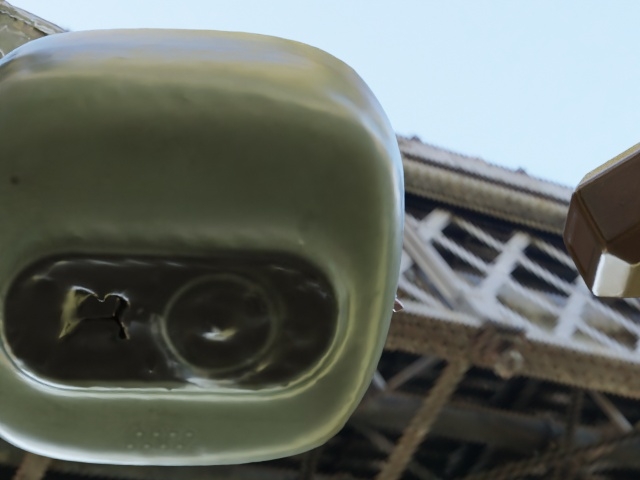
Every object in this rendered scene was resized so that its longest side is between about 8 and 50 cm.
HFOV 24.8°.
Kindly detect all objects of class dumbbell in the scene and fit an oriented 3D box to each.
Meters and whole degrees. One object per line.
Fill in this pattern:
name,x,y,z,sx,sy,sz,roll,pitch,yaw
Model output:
dumbbell,0.192,0.059,0.669,0.082,0.231,0.092,-18,-29,-7

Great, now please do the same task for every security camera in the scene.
security camera,-0.124,0.002,0.465,0.301,0.080,0.157,2,-60,-7

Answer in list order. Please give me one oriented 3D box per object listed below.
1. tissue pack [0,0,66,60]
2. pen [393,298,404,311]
tissue pack,-0.383,-0.168,1.060,0.242,0.343,0.125,19,-89,-58
pen,0.000,0.000,1.297,0.197,0.032,0.053,41,-77,-11
